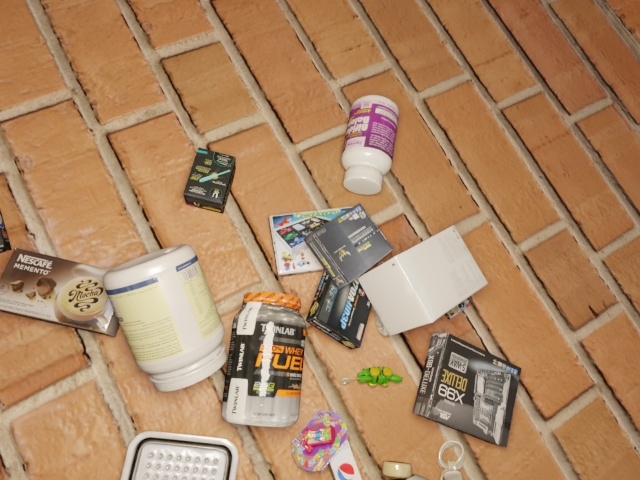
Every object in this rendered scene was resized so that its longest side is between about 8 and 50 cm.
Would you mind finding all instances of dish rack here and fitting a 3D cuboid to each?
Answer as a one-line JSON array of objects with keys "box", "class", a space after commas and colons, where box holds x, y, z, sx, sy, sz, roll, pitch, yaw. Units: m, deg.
[{"box": [-0.371, 0.672, 1.165, 0.286, 0.072, 0.332, 9, 72, -7], "class": "dish rack"}]

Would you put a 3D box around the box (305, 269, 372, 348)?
[{"box": [0.068, 0.183, 1.347, 0.175, 0.051, 0.220, 37, 53, -20], "class": "box"}]

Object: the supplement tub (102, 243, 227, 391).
[{"box": [-0.391, 0.195, 1.180, 0.236, 0.235, 0.324, -21, 101, -16], "class": "supplement tub"}]

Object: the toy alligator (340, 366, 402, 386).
[{"box": [0.149, 0.400, 1.357, 0.190, 0.056, 0.051, 2, 31, -9], "class": "toy alligator"}]

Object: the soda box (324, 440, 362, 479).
[{"box": [0.076, 0.663, 1.249, 0.069, 0.074, 0.216, -17, 77, -15], "class": "soda box"}]

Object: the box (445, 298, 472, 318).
[{"box": [0.418, 0.174, 1.484, 0.094, 0.027, 0.137, -29, 81, -16], "class": "box"}]

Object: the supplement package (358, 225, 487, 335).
[{"box": [0.294, 0.116, 1.321, 0.263, 0.198, 0.199, -24, 82, -34], "class": "supplement package"}]

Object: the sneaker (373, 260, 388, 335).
[{"box": [0.223, 0.181, 1.420, 0.095, 0.090, 0.234, 10, 73, -18], "class": "sneaker"}]

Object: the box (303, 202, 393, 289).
[{"box": [0.088, 0.012, 1.361, 0.233, 0.059, 0.183, -31, 85, -38], "class": "box"}]

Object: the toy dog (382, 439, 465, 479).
[{"box": [0.311, 0.694, 1.233, 0.334, 0.161, 0.220, -9, 76, -15], "class": "toy dog"}]

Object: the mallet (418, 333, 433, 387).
[{"box": [0.337, 0.384, 1.407, 0.039, 0.062, 0.189, 18, 56, -6], "class": "mallet"}]

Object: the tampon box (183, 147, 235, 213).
[{"box": [-0.340, -0.183, 1.410, 0.121, 0.101, 0.160, 14, 72, -6], "class": "tampon box"}]

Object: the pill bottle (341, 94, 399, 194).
[{"box": [0.160, -0.312, 1.508, 0.169, 0.169, 0.301, 13, 71, -7], "class": "pill bottle"}]

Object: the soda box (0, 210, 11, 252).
[{"box": [-0.933, -0.047, 1.284, 0.060, 0.053, 0.168, -20, 79, -16], "class": "soda box"}]

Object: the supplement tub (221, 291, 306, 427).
[{"box": [-0.148, 0.320, 1.240, 0.207, 0.207, 0.337, 7, 73, -9], "class": "supplement tub"}]

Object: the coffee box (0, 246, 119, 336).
[{"box": [-0.691, 0.144, 1.236, 0.297, 0.119, 0.168, 15, 70, -7], "class": "coffee box"}]

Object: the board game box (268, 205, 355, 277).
[{"box": [0.000, 0.000, 1.445, 0.306, 0.053, 0.192, -7, 76, -12], "class": "board game box"}]

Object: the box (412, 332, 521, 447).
[{"box": [0.437, 0.440, 1.342, 0.308, 0.076, 0.242, 28, 69, -19], "class": "box"}]

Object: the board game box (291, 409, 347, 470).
[{"box": [-0.009, 0.540, 1.247, 0.169, 0.133, 0.033, -45, 129, -19], "class": "board game box"}]
